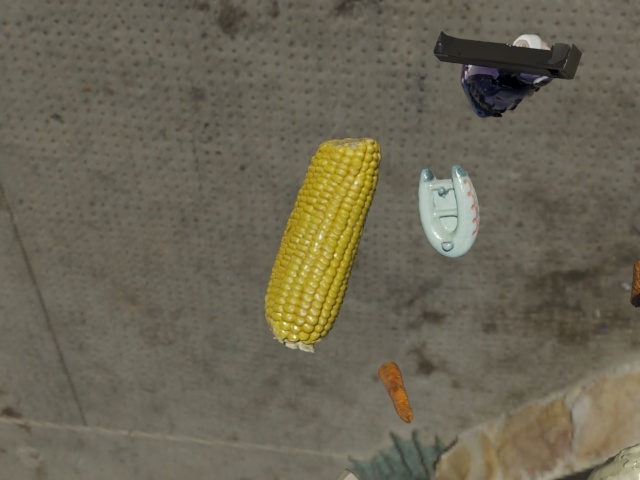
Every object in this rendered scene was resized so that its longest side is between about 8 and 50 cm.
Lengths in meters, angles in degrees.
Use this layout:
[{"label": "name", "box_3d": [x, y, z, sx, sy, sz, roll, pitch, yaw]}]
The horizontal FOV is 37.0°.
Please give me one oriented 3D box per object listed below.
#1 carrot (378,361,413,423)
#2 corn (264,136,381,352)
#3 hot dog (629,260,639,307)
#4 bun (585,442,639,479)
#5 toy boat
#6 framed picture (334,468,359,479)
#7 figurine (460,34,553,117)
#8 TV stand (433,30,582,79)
[{"label": "carrot", "box_3d": [0.191, 0.382, 2.336, 0.057, 0.224, 0.057, -4, 118, -8]}, {"label": "corn", "box_3d": [0.000, 0.000, 1.657, 0.144, 0.144, 0.387, 14, 93, -5]}, {"label": "hot dog", "box_3d": [0.553, 0.076, 1.639, 0.035, 0.058, 0.083, -4, 119, 0]}, {"label": "bun", "box_3d": [0.501, 0.413, 1.272, 0.360, 0.211, 0.359, 4, 98, 28]}, {"label": "toy boat", "box_3d": [0.276, -0.061, 2.089, 0.134, 0.079, 0.207, -3, 104, 29]}, {"label": "framed picture", "box_3d": [-0.016, 0.415, 0.915, 0.020, 0.324, 0.240, 3, 131, 56]}, {"label": "figurine", "box_3d": [0.344, -0.316, 1.815, 0.145, 0.145, 0.222, 26, 157, -18]}, {"label": "TV stand", "box_3d": [0.305, -0.311, 1.589, 0.256, 0.049, 0.040, 18, 174, 40]}]
